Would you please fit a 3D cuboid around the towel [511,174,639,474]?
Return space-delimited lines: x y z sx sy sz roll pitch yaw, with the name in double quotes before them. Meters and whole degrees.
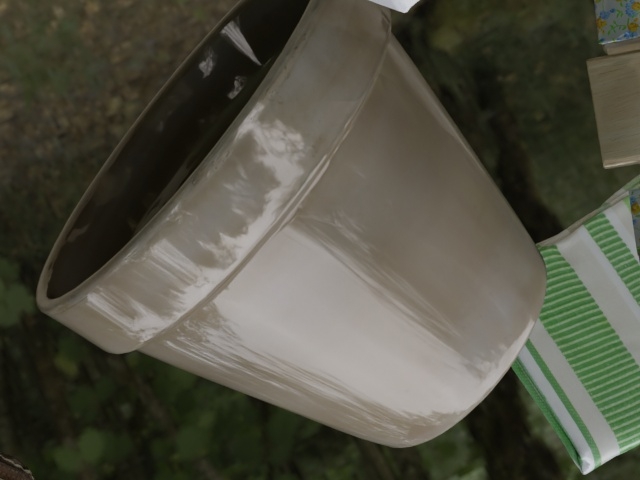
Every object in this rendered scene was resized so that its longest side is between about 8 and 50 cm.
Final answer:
"towel" 0.339 0.083 1.590 0.325 0.248 0.038 -29 172 -31

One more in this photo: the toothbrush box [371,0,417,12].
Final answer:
"toothbrush box" 0.010 -0.239 0.631 0.216 0.295 0.126 -40 127 -12

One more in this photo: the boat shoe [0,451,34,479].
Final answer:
"boat shoe" -0.246 0.073 0.641 0.257 0.095 0.095 18 136 -11

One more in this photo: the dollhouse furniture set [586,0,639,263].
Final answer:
"dollhouse furniture set" 0.289 -0.105 0.883 0.242 0.212 0.161 -9 167 13

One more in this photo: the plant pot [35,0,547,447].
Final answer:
"plant pot" 0.000 0.000 1.042 0.323 0.280 0.323 -44 -162 19
